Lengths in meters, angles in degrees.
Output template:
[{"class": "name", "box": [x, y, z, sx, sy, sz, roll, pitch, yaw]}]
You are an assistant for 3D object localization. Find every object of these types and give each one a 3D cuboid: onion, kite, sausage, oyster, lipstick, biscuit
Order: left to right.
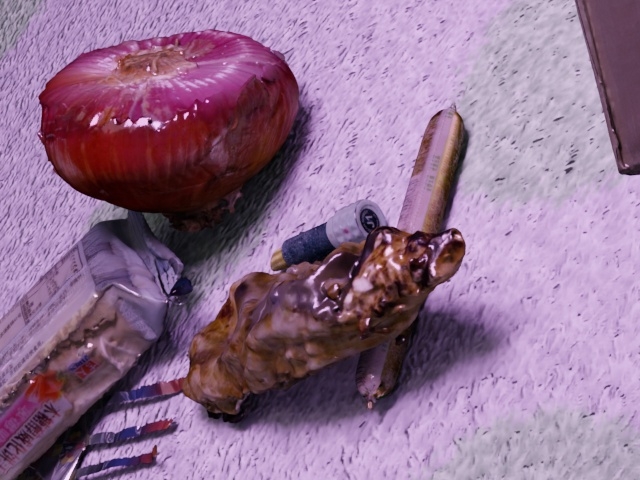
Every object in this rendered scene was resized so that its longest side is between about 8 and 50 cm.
[{"class": "biscuit", "box": [-0.237, 0.108, 1.680, 0.309, 0.079, 0.186, -45, 29, 5]}, {"class": "kite", "box": [-0.203, 0.169, 1.655, 0.245, 0.015, 0.141, -18, 44, 42]}, {"class": "onion", "box": [-0.123, -0.087, 1.680, 0.230, 0.163, 0.230, -12, 26, 6]}, {"class": "oyster", "box": [-0.009, 0.045, 1.455, 0.345, 0.079, 0.128, -26, 31, 53]}, {"class": "lipstick", "box": [0.000, 0.000, 1.556, 0.116, 0.037, 0.037, -22, 44, 43]}, {"class": "sausage", "box": [0.068, 0.007, 1.468, 0.033, 0.033, 0.269, -13, 50, 43]}]

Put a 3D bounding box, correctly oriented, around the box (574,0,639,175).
[{"class": "box", "box": [0.255, -0.167, 1.224, 0.149, 0.155, 0.231, -20, 76, 37]}]
